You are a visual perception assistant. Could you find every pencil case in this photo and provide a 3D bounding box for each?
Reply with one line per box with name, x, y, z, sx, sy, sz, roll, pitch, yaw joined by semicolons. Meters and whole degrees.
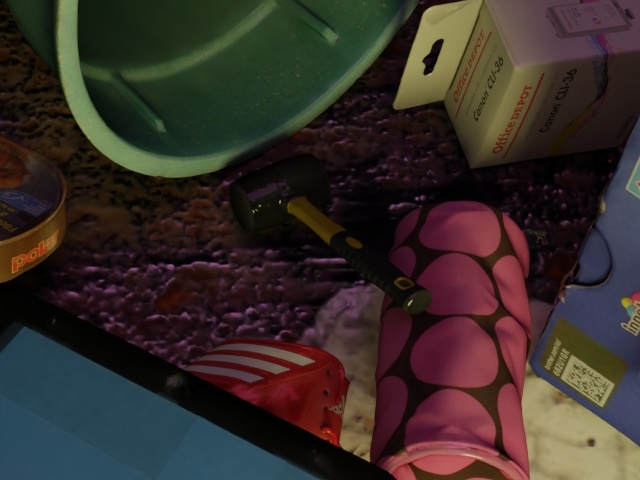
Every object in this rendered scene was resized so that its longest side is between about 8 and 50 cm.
pencil case;0.082;0.070;0.685;0.095;0.098;0.209;-18;35;25

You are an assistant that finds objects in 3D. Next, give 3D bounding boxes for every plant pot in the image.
plant pot;-0.125;-0.275;0.771;0.341;0.341;0.334;-35;61;-28

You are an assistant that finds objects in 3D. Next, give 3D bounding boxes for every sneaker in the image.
sneaker;0.003;0.131;0.657;0.221;0.087;0.128;39;60;14

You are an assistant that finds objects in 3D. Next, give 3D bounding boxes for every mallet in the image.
mallet;0.000;0.000;0.722;0.062;0.039;0.189;-18;31;-14

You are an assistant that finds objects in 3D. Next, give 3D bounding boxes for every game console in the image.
game console;-0.147;0.140;0.530;0.293;0.250;0.173;22;95;22

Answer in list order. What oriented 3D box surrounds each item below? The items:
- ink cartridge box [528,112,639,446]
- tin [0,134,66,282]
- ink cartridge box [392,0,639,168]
ink cartridge box;0.275;-0.038;0.706;0.151;0.270;0.395;36;58;19
tin;-0.236;-0.031;0.716;0.190;0.040;0.106;24;38;24
ink cartridge box;0.159;-0.113;0.826;0.198;0.115;0.067;-9;60;-15
